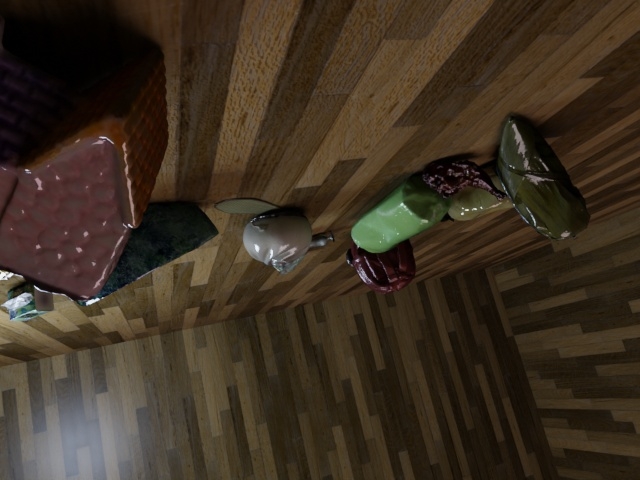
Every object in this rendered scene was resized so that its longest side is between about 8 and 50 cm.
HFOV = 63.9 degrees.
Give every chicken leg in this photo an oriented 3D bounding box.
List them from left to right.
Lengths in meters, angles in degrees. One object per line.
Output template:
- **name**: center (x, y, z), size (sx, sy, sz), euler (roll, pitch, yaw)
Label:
- **chicken leg**: center (0.331, -0.138, 1.174), size (0.205, 0.093, 0.053), euler (2, -168, -2)

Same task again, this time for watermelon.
- **watermelon**: center (-0.379, 0.001, 1.061), size (0.319, 0.148, 0.226), euler (-27, -175, -4)

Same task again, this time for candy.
- **candy**: center (0.202, -0.063, 1.334), size (0.142, 0.132, 0.343), euler (-55, -173, -24)

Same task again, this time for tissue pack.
- **tissue pack**: center (-0.758, 0.155, 1.324), size (0.111, 0.085, 0.079), euler (-19, 165, 24)

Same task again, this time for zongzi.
- **zongzi**: center (0.463, -0.122, 1.069), size (0.125, 0.250, 0.274), euler (-34, 161, 10)

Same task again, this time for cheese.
- **cheese**: center (0.448, -0.125, 1.347), size (0.214, 0.117, 0.226), euler (-8, 171, -38)

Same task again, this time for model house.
- **model house**: center (-0.280, -0.109, 0.541), size (0.237, 0.202, 0.237), euler (30, 122, -18)

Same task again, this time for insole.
- **insole**: center (-0.142, -0.071, 1.183), size (0.086, 0.005, 0.253), euler (-21, 165, 31)

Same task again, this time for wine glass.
- **wine glass**: center (0.000, 0.000, 1.550), size (0.083, 0.042, 0.039), euler (-14, 138, 10)

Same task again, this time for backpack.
- **backpack**: center (0.205, 0.062, 1.630), size (0.230, 0.229, 0.139), euler (-9, 162, -21)

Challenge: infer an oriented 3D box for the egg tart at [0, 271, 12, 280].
- **egg tart**: center (-0.591, 0.009, 0.812), size (0.315, 0.120, 0.315), euler (-13, 166, -3)

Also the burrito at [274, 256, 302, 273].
- **burrito**: center (-0.094, 0.048, 1.597), size (0.096, 0.066, 0.309), euler (-15, 168, -16)

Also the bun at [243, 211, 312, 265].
- **bun**: center (-0.103, 0.005, 1.273), size (0.173, 0.119, 0.173), euler (-8, 171, -1)

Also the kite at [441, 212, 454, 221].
- **kite**: center (0.310, -0.072, 1.496), size (0.189, 0.009, 0.232), euler (-31, -159, -29)
